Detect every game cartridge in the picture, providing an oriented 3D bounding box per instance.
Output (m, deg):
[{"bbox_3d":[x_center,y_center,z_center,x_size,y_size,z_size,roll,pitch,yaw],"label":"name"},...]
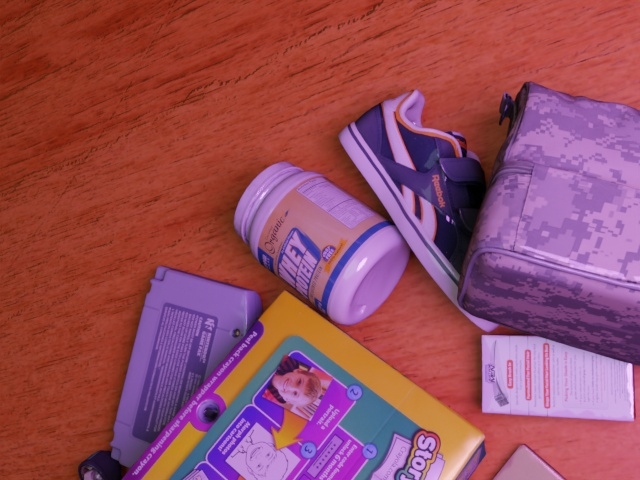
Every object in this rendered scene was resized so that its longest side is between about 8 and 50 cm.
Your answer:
[{"bbox_3d":[-0.187,0.199,1.091,0.195,0.060,0.295,13,89,29],"label":"game cartridge"}]

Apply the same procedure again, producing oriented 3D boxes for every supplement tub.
[{"bbox_3d":[0.000,0.000,0.979,0.199,0.144,0.144,36,98,25],"label":"supplement tub"}]

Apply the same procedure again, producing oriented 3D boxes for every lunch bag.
[{"bbox_3d":[0.315,-0.026,0.779,0.304,0.213,0.256,15,69,11],"label":"lunch bag"}]

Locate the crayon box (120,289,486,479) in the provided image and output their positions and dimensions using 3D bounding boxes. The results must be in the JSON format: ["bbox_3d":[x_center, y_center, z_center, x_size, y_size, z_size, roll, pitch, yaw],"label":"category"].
[{"bbox_3d":[-0.033,0.292,0.908,0.313,0.106,0.363,34,74,24],"label":"crayon box"}]

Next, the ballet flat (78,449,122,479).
[{"bbox_3d":[-0.315,0.412,1.110,0.074,0.074,0.203,-21,75,21],"label":"ballet flat"}]

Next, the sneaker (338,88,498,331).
[{"bbox_3d":[0.152,-0.049,0.928,0.127,0.126,0.321,-37,71,15],"label":"sneaker"}]

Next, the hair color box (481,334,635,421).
[{"bbox_3d":[0.275,0.156,0.881,0.167,0.053,0.093,-2,83,23],"label":"hair color box"}]

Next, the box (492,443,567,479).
[{"bbox_3d":[0.264,0.365,0.875,0.201,0.021,0.164,40,100,23],"label":"box"}]
